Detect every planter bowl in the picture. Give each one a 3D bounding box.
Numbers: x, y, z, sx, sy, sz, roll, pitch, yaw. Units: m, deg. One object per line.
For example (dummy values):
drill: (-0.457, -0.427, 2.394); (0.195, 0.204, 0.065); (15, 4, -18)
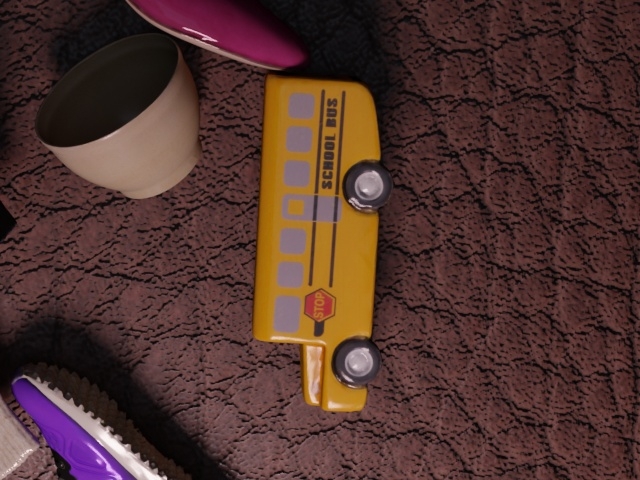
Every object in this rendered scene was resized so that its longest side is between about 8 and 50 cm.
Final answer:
planter bowl: (-0.183, -0.110, 1.550); (0.162, 0.162, 0.109); (-32, 126, 1)

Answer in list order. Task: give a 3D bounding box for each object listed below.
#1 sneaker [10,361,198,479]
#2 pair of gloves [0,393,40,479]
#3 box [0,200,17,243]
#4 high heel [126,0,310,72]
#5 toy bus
sneaker: (-0.230, 0.259, 1.619); (0.293, 0.102, 0.146); (44, 94, -9)
pair of gloves: (-0.428, 0.190, 1.577); (0.240, 0.042, 0.204); (-32, 87, 7)
box: (-0.612, -0.053, 1.394); (0.480, 0.297, 0.472); (-33, 99, 4)
high heel: (-0.151, -0.308, 1.525); (0.377, 0.127, 0.181); (27, 98, -8)
toy bus: (0.000, 0.000, 1.593); (0.130, 0.108, 0.333); (3, 99, -4)
